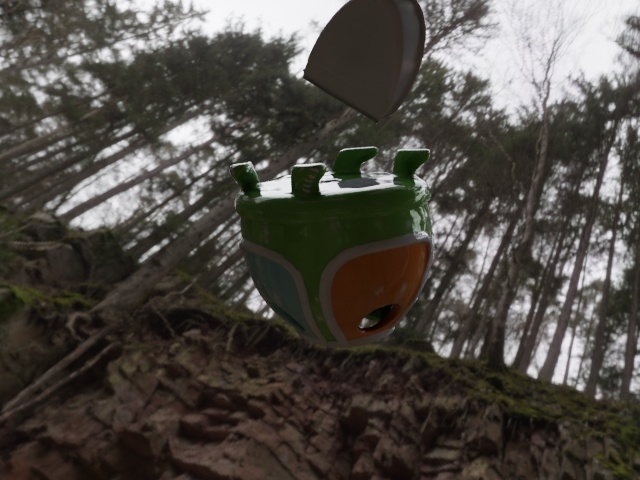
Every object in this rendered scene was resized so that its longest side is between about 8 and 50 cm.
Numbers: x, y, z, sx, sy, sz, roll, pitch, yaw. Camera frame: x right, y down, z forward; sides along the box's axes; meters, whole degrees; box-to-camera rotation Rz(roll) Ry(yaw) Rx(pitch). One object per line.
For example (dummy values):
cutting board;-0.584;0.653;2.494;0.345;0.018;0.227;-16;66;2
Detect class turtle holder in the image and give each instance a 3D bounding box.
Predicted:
turtle holder;-0.006;0.004;0.858;0.320;0.243;0.227;2;-76;35

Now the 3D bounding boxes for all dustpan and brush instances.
dustpan and brush;0.077;-0.253;0.746;0.147;0.060;0.211;39;-63;35
